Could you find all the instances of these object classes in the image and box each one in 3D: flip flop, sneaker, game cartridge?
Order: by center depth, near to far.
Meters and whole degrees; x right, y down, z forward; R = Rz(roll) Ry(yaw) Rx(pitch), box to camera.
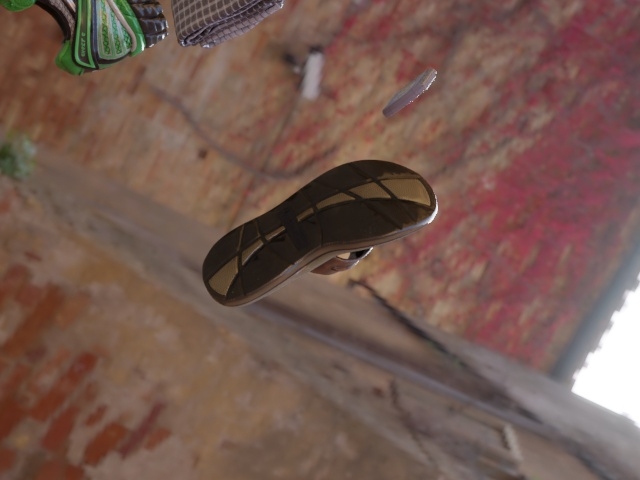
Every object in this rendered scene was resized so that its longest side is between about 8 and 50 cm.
[{"bbox_3d":[-0.311,-0.335,1.602,0.146,0.343,0.134,-34,-166,-9],"label":"sneaker"},{"bbox_3d":[0.000,0.000,1.658,0.277,0.080,0.112,-28,-121,3],"label":"flip flop"},{"bbox_3d":[0.121,-0.203,2.028,0.083,0.017,0.056,-35,-164,39],"label":"game cartridge"}]

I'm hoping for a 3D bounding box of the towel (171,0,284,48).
[{"bbox_3d":[-0.168,-0.499,2.645,0.283,0.121,0.235,-22,-108,44],"label":"towel"}]
